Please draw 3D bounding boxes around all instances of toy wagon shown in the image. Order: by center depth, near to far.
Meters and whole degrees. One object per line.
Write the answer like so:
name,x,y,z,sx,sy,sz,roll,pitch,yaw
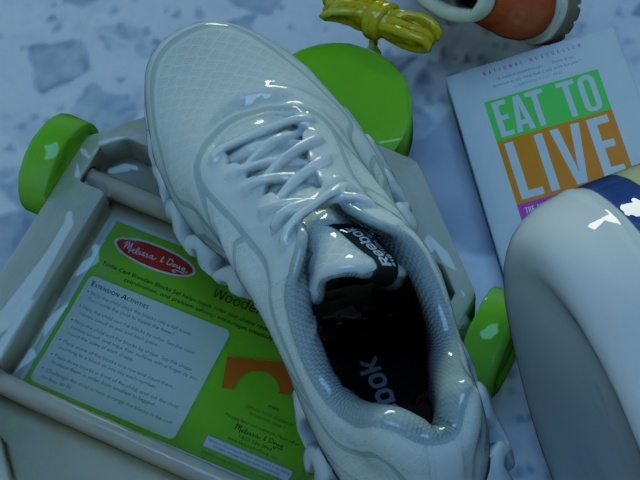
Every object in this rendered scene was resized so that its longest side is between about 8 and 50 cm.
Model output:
toy wagon,-0.034,0.024,0.866,0.267,0.068,0.344,22,65,15

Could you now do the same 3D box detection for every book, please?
book,0.129,-0.033,0.906,0.096,0.035,0.144,-15,63,0

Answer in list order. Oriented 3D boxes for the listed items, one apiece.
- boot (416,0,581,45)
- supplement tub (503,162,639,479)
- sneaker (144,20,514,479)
boot,0.063,-0.164,0.938,0.084,0.059,0.158,-4,39,-45
supplement tub,0.261,0.042,0.743,0.316,0.228,0.228,-20,63,-7
sneaker,0.000,0.000,0.772,0.110,0.118,0.292,-26,62,-8
